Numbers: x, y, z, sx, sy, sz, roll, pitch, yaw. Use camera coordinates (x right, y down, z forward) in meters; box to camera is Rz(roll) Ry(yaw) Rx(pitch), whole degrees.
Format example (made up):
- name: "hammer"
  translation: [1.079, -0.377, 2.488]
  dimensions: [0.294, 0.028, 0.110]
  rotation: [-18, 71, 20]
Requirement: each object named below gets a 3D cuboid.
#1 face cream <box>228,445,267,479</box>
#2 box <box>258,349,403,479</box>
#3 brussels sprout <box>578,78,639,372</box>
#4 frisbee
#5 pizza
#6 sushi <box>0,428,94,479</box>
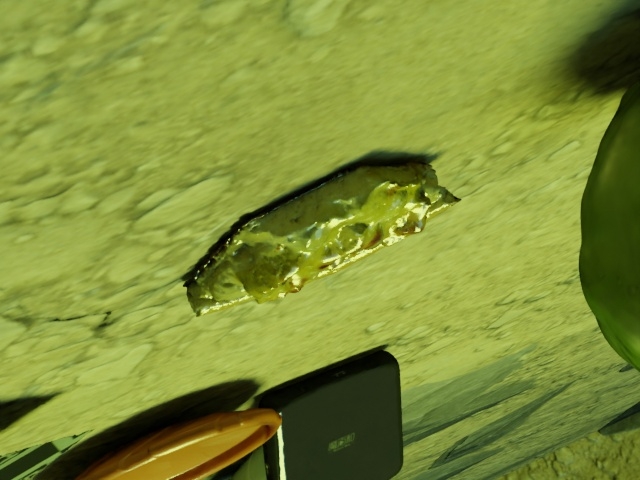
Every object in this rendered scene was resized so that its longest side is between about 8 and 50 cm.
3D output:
- name: "face cream"
  translation: [-0.029, 0.211, 1.619]
  dimensions: [0.077, 0.077, 0.250]
  rotation: [-19, 165, -25]
- name: "box"
  translation: [0.010, 0.160, 1.463]
  dimensions: [0.126, 0.027, 0.125]
  rotation: [-20, 123, -26]
- name: "brussels sprout"
  translation: [0.293, -0.027, 0.958]
  dimensions: [0.316, 0.242, 0.274]
  rotation: [-23, 173, -26]
- name: "frisbee"
  translation: [-0.121, 0.163, 1.360]
  dimensions: [0.192, 0.035, 0.192]
  rotation: [-23, 166, -6]
- name: "pizza"
  translation: [0.000, 0.001, 0.970]
  dimensions: [0.160, 0.036, 0.099]
  rotation: [-26, 166, -1]
- name: "sushi"
  translation: [-0.282, 0.166, 1.064]
  dimensions: [0.219, 0.047, 0.231]
  rotation: [-38, 167, 25]
